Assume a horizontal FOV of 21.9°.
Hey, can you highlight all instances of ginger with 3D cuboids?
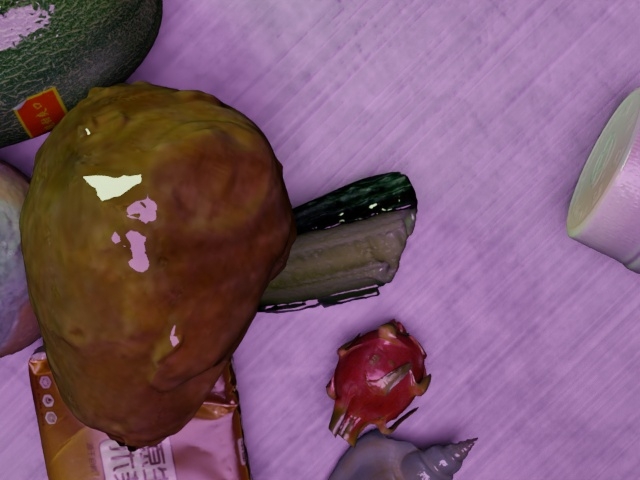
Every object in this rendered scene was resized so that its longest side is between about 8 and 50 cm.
[{"bbox_3d":[-0.142,0.006,1.302,0.223,0.200,0.269,45,75,-35],"label":"ginger"}]

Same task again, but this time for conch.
[{"bbox_3d":[0.064,0.218,1.490,0.180,0.065,0.088,-33,98,13],"label":"conch"}]

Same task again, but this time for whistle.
[{"bbox_3d":[-0.360,0.036,1.423,0.348,0.189,0.189,-18,97,13],"label":"whistle"}]

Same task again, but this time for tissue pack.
[{"bbox_3d":[-0.154,0.191,1.475,0.183,0.092,0.226,-8,99,0],"label":"tissue pack"}]

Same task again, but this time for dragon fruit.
[{"bbox_3d":[0.046,0.128,1.469,0.116,0.081,0.086,-44,75,-7],"label":"dragon fruit"}]

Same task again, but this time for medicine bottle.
[{"bbox_3d":[0.355,-0.015,1.416,0.254,0.152,0.152,25,97,-4],"label":"medicine bottle"}]

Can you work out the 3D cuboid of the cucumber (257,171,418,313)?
[{"bbox_3d":[0.000,0.000,1.455,0.193,0.115,0.086,-20,54,7],"label":"cucumber"}]

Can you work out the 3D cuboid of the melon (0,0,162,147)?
[{"bbox_3d":[-0.271,-0.170,1.379,0.288,0.182,0.182,-21,97,0],"label":"melon"}]
